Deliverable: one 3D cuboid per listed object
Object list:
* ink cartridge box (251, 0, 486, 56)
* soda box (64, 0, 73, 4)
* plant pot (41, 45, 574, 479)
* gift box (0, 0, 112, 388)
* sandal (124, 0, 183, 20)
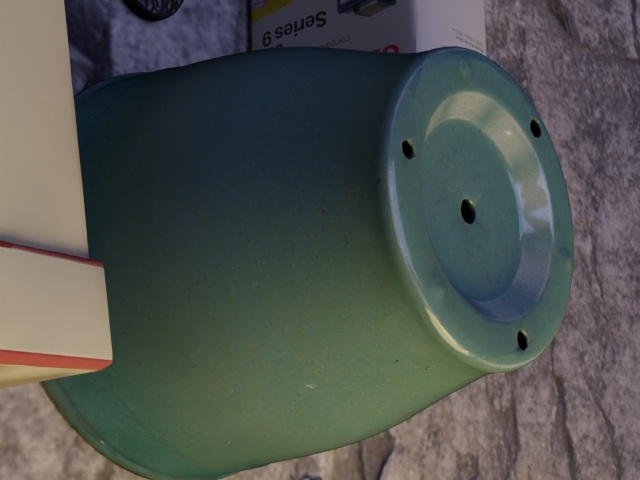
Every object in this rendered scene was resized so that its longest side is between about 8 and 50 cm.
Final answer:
[{"bbox_3d":[0.033,-0.186,1.002,0.093,0.154,0.212,13,71,-48],"label":"ink cartridge box"},{"bbox_3d":[-0.203,-0.197,0.800,0.183,0.058,0.063,18,67,-46],"label":"soda box"},{"bbox_3d":[0.000,0.000,0.834,0.271,0.255,0.272,18,66,-46],"label":"plant pot"},{"bbox_3d":[-0.253,-0.025,0.553,0.255,0.276,0.258,14,65,-61],"label":"gift box"},{"bbox_3d":[-0.095,-0.229,0.962,0.067,0.040,0.179,39,67,-30],"label":"sandal"}]
